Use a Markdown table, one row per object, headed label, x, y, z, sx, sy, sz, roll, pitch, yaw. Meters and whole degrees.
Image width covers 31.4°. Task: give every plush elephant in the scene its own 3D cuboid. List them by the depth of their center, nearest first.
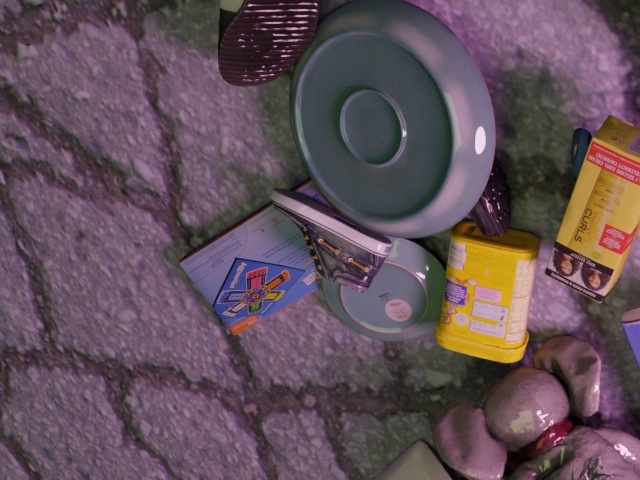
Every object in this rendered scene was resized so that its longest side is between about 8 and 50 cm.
| label | x | y | z | sx | sy | sz | roll | pitch | yaw |
| --- | --- | --- | --- | --- | --- | --- | --- | --- | --- |
| plush elephant | 0.302 | 0.288 | 1.531 | 0.272 | 0.255 | 0.330 | -24 | 149 | -7 |

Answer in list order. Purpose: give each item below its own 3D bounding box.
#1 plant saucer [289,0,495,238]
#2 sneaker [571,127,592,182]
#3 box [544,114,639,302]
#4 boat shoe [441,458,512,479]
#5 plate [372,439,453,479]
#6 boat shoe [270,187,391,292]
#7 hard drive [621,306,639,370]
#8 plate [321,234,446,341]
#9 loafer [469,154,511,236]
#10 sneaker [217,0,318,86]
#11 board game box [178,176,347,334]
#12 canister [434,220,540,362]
| label | x | y | z | sx | sy | sz | roll | pitch | yaw |
| --- | --- | --- | --- | --- | --- | --- | --- | --- | --- |
| plant saucer | 0.074 | -0.147 | 1.449 | 0.317 | 0.043 | 0.317 | 17 | 118 | 35 |
| sneaker | 0.350 | -0.079 | 1.413 | 0.059 | 0.053 | 0.144 | -8 | 122 | 32 |
| box | 0.342 | -0.034 | 1.364 | 0.087 | 0.058 | 0.232 | 30 | 139 | 19 |
| boat shoe | 0.256 | 0.366 | 1.672 | 0.190 | 0.068 | 0.072 | 28 | 101 | 8 |
| plate | 0.146 | 0.493 | 1.761 | 0.277 | 0.045 | 0.278 | 53 | 126 | 14 |
| boat shoe | 0.000 | 0.000 | 1.553 | 0.183 | 0.065 | 0.083 | 28 | 104 | 12 |
| hard drive | 0.537 | 0.211 | 1.440 | 0.210 | 0.040 | 0.319 | -17 | 107 | 29 |
| plate | 0.092 | 0.075 | 1.607 | 0.188 | 0.024 | 0.188 | 7 | 124 | 10 |
| loafer | 0.177 | -0.104 | 1.466 | 0.078 | 0.076 | 0.223 | -19 | 102 | 36 |
| sneaker | -0.068 | -0.349 | 1.424 | 0.122 | 0.146 | 0.330 | -2 | 136 | -23 |
| board game box | -0.068 | 0.025 | 1.668 | 0.281 | 0.027 | 0.145 | -30 | 101 | 32 |
| canister | 0.226 | 0.068 | 1.534 | 0.126 | 0.073 | 0.170 | 13 | 119 | 17 |
